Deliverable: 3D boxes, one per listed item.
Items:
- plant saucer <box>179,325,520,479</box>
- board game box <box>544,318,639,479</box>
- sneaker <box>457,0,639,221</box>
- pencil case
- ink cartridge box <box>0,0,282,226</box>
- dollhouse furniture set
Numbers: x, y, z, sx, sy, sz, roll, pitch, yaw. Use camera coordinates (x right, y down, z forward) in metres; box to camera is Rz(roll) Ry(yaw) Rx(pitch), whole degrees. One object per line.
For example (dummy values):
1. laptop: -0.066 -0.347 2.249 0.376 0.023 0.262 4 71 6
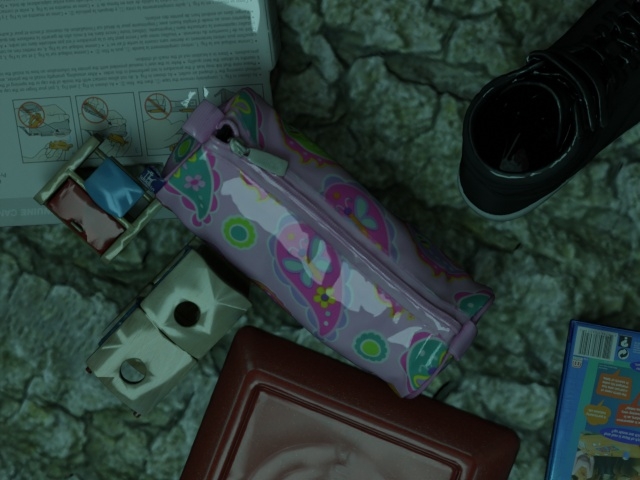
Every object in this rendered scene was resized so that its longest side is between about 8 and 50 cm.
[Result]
1. plant saucer: 0.001 0.235 1.272 0.259 0.048 0.258 21 91 9
2. board game box: 0.263 0.180 1.236 0.160 0.047 0.210 10 89 8
3. sneaker: 0.222 -0.134 1.202 0.296 0.147 0.104 -45 81 3
4. pencil case: 0.000 0.000 1.222 0.284 0.124 0.124 41 94 -4
5. ink cartridge box: -0.181 -0.147 1.301 0.296 0.066 0.261 -2 113 8
6. dollhouse furniture set: -0.164 0.025 1.241 0.183 0.129 0.129 43 94 -6
